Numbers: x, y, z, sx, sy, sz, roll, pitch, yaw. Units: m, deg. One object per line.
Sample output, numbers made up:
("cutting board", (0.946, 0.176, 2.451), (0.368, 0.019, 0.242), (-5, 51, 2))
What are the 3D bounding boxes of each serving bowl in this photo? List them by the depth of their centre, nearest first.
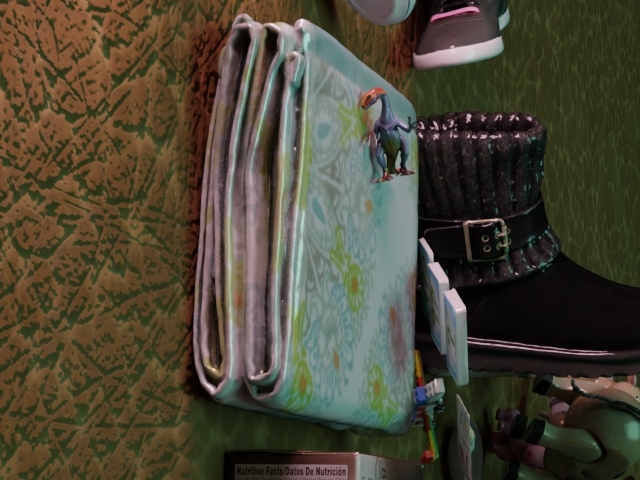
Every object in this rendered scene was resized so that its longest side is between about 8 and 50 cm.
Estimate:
("serving bowl", (0.164, 0.251, 1.880), (0.083, 0.027, 0.083), (-4, 90, -69))

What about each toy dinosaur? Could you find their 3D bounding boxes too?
("toy dinosaur", (0.053, -0.092, 1.408), (0.090, 0.047, 0.082), (-160, -123, -78))

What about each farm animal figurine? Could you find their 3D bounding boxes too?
("farm animal figurine", (0.303, 0.245, 1.890), (0.327, 0.172, 0.330), (108, -2, -69))

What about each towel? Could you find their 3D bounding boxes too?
("towel", (0.000, 0.000, 1.415), (0.374, 0.090, 0.321), (26, 66, -66))

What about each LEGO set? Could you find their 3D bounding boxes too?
("LEGO set", (0.101, 0.142, 1.548), (0.182, 0.060, 0.244), (-113, -162, -67))

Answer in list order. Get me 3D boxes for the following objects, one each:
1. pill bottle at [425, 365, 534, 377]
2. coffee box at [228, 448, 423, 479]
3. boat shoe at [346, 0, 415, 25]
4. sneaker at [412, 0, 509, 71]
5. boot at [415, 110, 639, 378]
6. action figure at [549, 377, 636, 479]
("pill bottle", (0.181, 0.035, 1.811), (0.131, 0.131, 0.229), (19, 69, -67))
("coffee box", (0.004, 0.323, 1.326), (0.168, 0.118, 0.297), (27, 63, -65))
("boat shoe", (0.011, -0.283, 1.491), (0.258, 0.095, 0.084), (54, 41, -38))
("sneaker", (0.151, -0.285, 1.833), (0.296, 0.104, 0.147), (-59, 139, -65))
("boot", (0.230, 0.001, 1.645), (0.131, 0.348, 0.260), (-75, 166, -79))
("action figure", (0.336, 0.332, 2.165), (0.341, 0.178, 0.330), (89, 26, -54))
